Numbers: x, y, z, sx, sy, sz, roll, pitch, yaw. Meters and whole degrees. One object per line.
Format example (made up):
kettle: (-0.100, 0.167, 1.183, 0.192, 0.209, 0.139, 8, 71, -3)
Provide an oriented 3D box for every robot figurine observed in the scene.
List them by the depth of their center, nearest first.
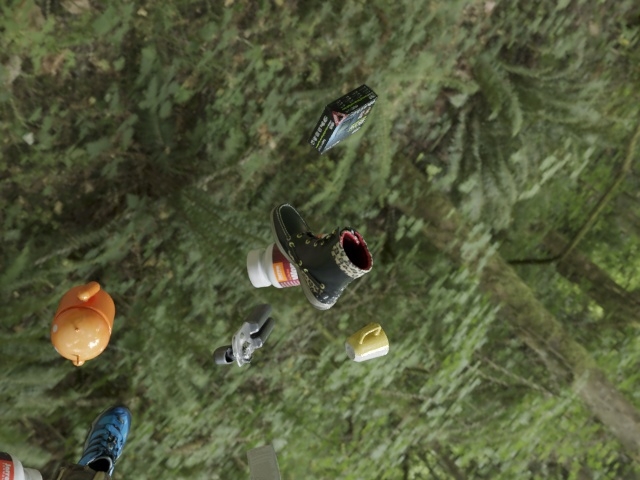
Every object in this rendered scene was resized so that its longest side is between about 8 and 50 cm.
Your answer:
robot figurine: (-0.525, 0.179, 1.661, 0.158, 0.128, 0.219, -41, -156, 9)

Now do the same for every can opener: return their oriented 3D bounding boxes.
can opener: (-0.184, 0.223, 1.793, 0.095, 0.076, 0.283, -9, -170, 11)

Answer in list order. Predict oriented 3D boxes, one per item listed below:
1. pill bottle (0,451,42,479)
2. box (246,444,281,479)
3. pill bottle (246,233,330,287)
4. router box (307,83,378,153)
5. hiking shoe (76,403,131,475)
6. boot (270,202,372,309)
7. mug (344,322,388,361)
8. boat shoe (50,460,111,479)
pill bottle: (-0.820, 0.568, 1.730, 0.323, 0.181, 0.181, 25, 106, -40)
box: (-0.073, 0.561, 1.324, 0.232, 0.058, 0.322, -112, -165, -62)
pill bottle: (-0.070, 0.057, 1.939, 0.221, 0.121, 0.121, -10, 176, 16)
router box: (0.040, -0.216, 1.335, 0.122, 0.038, 0.092, -37, 167, -41)
hiking shoe: (-0.556, 0.554, 1.932, 0.132, 0.113, 0.304, -22, -146, 41)
boot: (0.002, 0.000, 1.478, 0.085, 0.236, 0.178, -17, 164, -37)
mug: (0.078, 0.181, 1.350, 0.064, 0.062, 0.078, -19, 115, -26)
boat shoe: (-0.518, 0.557, 1.356, 0.132, 0.130, 0.355, -64, 177, 40)
